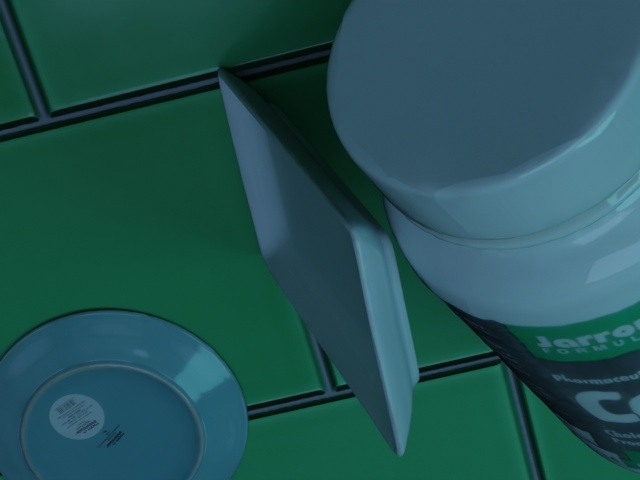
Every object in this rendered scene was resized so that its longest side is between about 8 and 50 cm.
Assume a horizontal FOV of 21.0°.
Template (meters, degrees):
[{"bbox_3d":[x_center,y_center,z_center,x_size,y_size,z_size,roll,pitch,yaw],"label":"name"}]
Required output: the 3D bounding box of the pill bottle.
[{"bbox_3d":[0.157,-0.018,0.955,0.204,0.204,0.361,-29,143,14],"label":"pill bottle"}]

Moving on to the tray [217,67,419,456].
[{"bbox_3d":[0.000,0.000,1.012,0.030,0.270,0.145,-19,118,-10],"label":"tray"}]

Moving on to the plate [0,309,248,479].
[{"bbox_3d":[-0.145,0.134,1.212,0.188,0.024,0.188,0,119,0],"label":"plate"}]
